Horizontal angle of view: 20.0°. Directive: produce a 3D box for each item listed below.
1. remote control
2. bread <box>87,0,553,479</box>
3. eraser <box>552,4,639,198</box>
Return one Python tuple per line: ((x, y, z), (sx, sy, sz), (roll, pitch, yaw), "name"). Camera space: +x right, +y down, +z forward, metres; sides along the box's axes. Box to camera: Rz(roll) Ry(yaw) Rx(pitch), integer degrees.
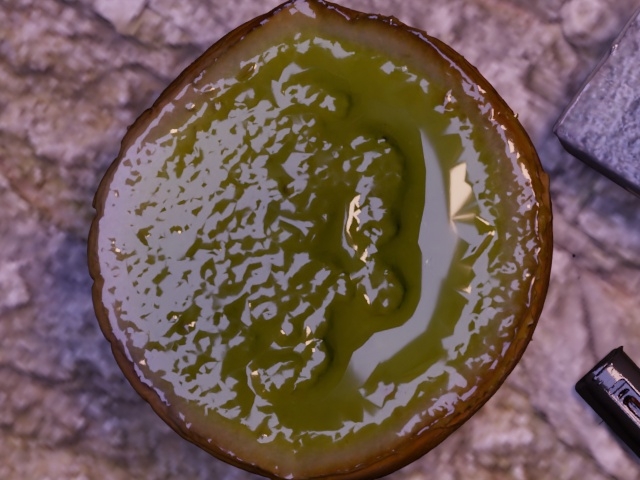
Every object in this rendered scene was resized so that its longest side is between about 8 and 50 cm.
((0.160, 0.092, 0.853), (0.034, 0.016, 0.091), (-42, 79, -2), "remote control")
((0.000, 0.000, 0.866), (0.236, 0.070, 0.236), (-1, 83, 11), "bread")
((0.219, -0.025, 0.833), (0.212, 0.046, 0.092), (36, 92, 17), "eraser")
